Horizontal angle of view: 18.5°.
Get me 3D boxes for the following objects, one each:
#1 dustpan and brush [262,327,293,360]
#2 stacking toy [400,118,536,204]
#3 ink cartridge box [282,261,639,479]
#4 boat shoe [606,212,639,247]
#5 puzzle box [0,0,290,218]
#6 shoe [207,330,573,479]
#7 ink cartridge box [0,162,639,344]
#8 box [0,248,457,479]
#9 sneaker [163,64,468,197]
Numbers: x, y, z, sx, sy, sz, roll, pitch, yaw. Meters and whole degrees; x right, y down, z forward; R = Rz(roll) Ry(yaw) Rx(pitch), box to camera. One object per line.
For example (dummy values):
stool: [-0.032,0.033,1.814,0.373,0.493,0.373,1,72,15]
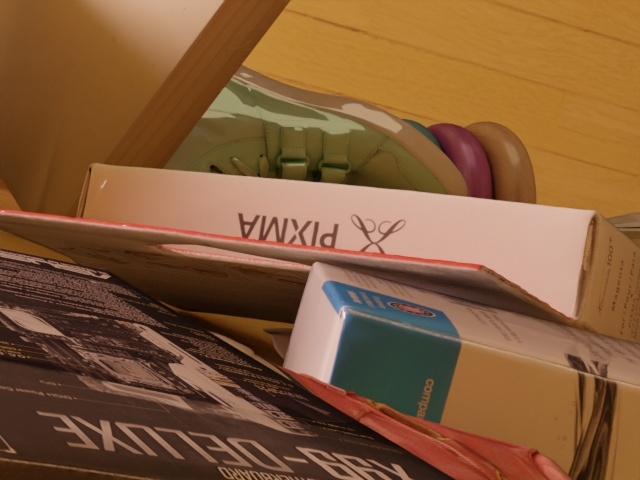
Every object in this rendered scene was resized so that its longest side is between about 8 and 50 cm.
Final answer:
dustpan and brush: [0.093,0.079,0.920,0.211,0.060,0.147,7,-5,-27]
stacking toy: [-0.014,-0.036,1.426,0.330,0.141,0.141,7,9,-24]
ink cartridge box: [0.083,0.074,0.748,0.191,0.082,0.139,16,5,-6]
boat shoe: [0.185,0.045,1.350,0.302,0.109,0.094,1,26,-32]
puzzle box: [-0.174,-0.230,1.257,0.052,0.272,0.409,9,38,-49]
shoe: [0.011,0.079,0.624,0.178,0.063,0.081,25,8,29]
ink cartridge box: [0.000,0.000,0.930,0.275,0.060,0.239,6,-12,27]
box: [-0.144,0.042,0.453,0.307,0.076,0.242,12,7,-31]
sneaker: [-0.038,-0.028,1.301,0.256,0.151,0.094,21,-30,-2]
